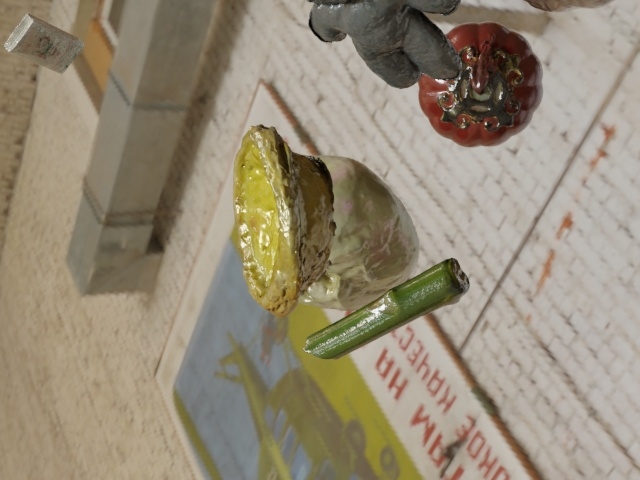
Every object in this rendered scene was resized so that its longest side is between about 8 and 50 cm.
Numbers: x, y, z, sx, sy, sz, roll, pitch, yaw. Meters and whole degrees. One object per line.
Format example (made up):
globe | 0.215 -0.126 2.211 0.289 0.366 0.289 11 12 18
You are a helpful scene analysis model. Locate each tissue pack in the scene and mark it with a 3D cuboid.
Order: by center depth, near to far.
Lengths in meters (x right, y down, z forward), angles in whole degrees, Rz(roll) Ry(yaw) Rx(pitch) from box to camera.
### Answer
tissue pack | -0.366 -0.260 1.436 0.023 0.056 0.108 45 -167 24

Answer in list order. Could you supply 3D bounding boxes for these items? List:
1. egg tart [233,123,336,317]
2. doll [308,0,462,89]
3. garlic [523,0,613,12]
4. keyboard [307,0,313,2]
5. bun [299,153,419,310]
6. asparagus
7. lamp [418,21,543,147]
egg tart | -0.035 -0.019 1.057 0.074 0.191 0.191 -3 -139 -20
doll | 0.077 -0.359 1.555 0.340 0.246 0.158 34 -119 -38
garlic | 0.387 -0.495 1.624 0.259 0.317 0.317 -4 -138 -48
keyboard | 0.057 -0.310 1.149 0.176 0.055 0.014 -25 -162 -10
bun | 0.000 0.000 1.955 0.361 0.361 0.213 28 -119 7
asparagus | 0.098 0.113 1.626 0.067 0.277 0.060 19 -135 -53
lamp | 0.283 -0.275 1.920 0.227 0.227 0.227 15 -145 -11
